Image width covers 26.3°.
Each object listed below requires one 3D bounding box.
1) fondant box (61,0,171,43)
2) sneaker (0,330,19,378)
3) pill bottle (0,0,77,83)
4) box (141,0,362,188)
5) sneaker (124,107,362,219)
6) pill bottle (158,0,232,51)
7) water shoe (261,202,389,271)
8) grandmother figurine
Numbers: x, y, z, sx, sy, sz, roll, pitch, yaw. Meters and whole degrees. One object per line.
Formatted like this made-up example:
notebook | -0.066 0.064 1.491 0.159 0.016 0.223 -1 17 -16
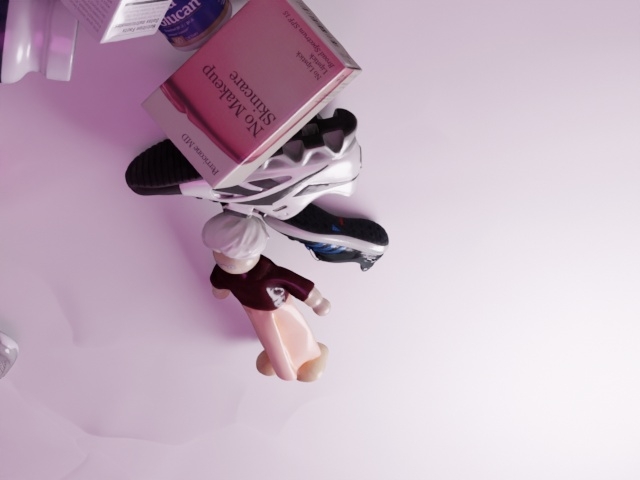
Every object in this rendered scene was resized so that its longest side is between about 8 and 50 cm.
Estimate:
fondant box | -0.226 -0.423 1.524 0.096 0.238 0.330 -20 152 -49
sneaker | -0.577 0.242 2.157 0.105 0.115 0.281 36 120 -29
pill bottle | -0.434 -0.277 1.693 0.265 0.153 0.153 7 130 -11
box | -0.086 -0.195 1.740 0.232 0.127 0.148 -42 87 12
sneaker | -0.103 -0.079 1.908 0.331 0.122 0.146 -8 129 3
pill bottle | -0.193 -0.325 1.706 0.094 0.094 0.169 -27 127 18
water shoe | 0.000 0.000 2.018 0.203 0.073 0.080 16 130 -16
grandmother figurine | -0.083 0.082 2.036 0.208 0.104 0.342 -1 139 23
